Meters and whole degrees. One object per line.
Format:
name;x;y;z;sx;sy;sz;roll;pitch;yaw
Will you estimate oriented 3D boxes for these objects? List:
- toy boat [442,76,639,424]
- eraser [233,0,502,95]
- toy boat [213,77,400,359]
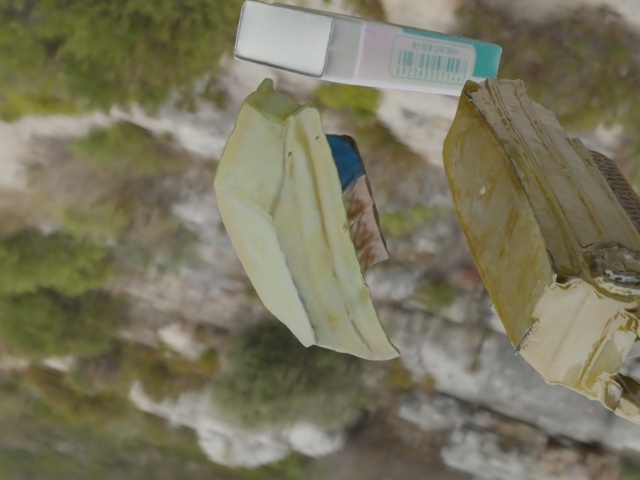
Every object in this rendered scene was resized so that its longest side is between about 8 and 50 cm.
toy boat;0.156;-0.003;0.957;0.115;0.089;0.310;10;-151;-16
eraser;0.043;-0.147;1.195;0.095;0.052;0.225;19;-167;37
toy boat;0.000;0.000;0.702;0.065;0.066;0.172;31;152;40
